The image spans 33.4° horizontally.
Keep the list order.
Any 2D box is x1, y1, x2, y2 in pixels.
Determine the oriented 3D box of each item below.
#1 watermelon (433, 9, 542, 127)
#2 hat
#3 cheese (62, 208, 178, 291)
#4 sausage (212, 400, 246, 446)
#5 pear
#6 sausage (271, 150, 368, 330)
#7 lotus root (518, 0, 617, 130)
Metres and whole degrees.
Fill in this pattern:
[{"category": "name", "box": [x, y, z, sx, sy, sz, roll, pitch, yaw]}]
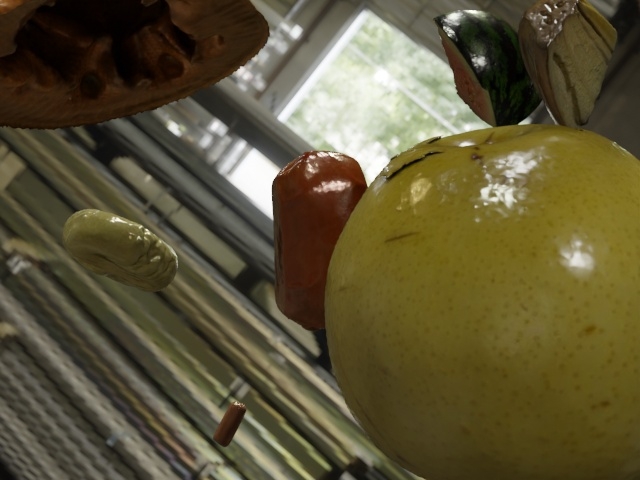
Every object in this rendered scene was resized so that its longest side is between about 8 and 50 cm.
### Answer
[{"category": "watermelon", "box": [0.244, -0.265, 1.542, 0.137, 0.193, 0.145, 0, -48, 27]}, {"category": "hat", "box": [-0.181, -0.222, 0.729, 0.233, 0.244, 0.233, 127, -55, -73]}, {"category": "cheese", "box": [-0.399, 0.015, 2.132, 0.226, 0.117, 0.214, 12, -17, 28]}, {"category": "sausage", "box": [-0.162, 0.329, 1.909, 0.034, 0.083, 0.034, 28, -5, 3]}, {"category": "pear", "box": [0.167, 0.062, 0.934, 0.348, 0.348, 0.348, 39, 4, -3]}, {"category": "sausage", "box": [0.001, 0.000, 1.582, 0.141, 0.268, 0.153, -2, 1, -10]}, {"category": "lotus root", "box": [0.276, -0.219, 1.247, 0.095, 0.159, 0.135, 8, -29, 38]}]
